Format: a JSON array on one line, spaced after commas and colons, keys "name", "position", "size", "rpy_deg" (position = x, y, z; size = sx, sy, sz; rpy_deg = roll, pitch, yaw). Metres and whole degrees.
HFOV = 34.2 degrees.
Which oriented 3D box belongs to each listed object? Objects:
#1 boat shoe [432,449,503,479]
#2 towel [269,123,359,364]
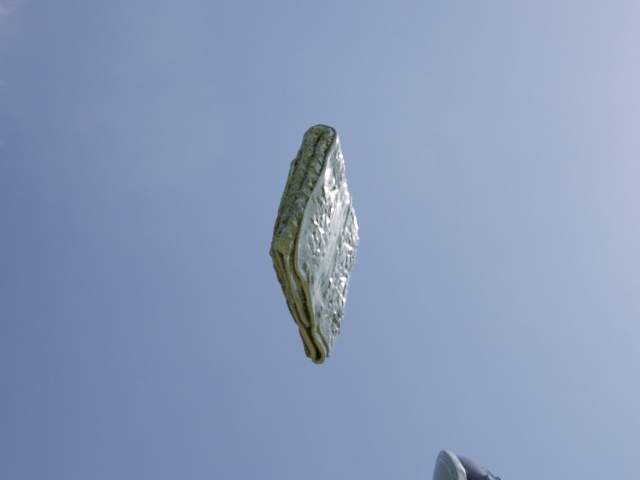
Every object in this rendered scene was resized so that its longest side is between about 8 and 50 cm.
[{"name": "boat shoe", "position": [0.133, 0.228, 0.782], "size": [0.068, 0.228, 0.081], "rpy_deg": [5, -75, -8]}, {"name": "towel", "position": [0.000, 0.000, 0.705], "size": [0.027, 0.148, 0.110], "rpy_deg": [-4, -52, 15]}]
